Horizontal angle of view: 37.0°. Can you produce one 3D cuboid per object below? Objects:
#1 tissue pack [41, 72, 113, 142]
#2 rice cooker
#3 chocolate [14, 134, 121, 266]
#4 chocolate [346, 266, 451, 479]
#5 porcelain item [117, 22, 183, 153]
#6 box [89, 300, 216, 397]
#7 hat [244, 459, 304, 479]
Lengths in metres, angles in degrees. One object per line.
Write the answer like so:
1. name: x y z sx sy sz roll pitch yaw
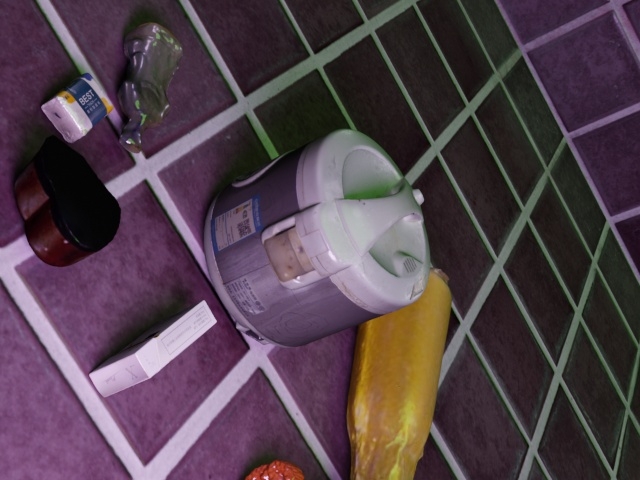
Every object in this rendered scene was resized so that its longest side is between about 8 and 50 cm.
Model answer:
1. tissue pack: -0.312 -0.172 1.234 0.062 0.042 0.083 57 33 -19
2. rice cooker: 0.001 -0.002 1.373 0.288 0.277 0.288 32 46 -40
3. chocolate: -0.305 -0.039 1.129 0.148 0.080 0.125 66 19 12
4. chocolate: 0.107 0.242 1.521 0.162 0.162 0.445 45 41 -31
5. porcelain item: -0.244 -0.202 1.330 0.081 0.069 0.215 42 38 -40
6. box: -0.201 0.131 1.165 0.040 0.084 0.154 63 31 -7
7. hat: -0.037 0.362 1.261 0.162 0.094 0.112 43 64 -43
